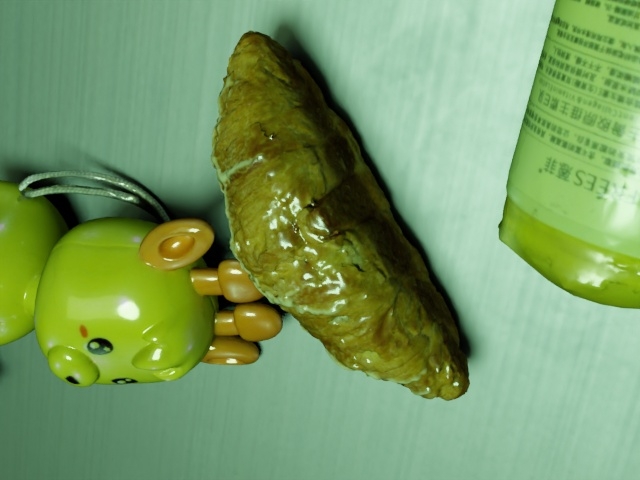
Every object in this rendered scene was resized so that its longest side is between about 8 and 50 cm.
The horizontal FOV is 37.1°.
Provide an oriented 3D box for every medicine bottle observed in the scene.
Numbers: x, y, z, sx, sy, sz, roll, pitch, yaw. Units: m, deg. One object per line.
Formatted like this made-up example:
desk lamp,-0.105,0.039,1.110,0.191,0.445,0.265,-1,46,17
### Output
medicine bottle,0.159,-0.083,0.427,0.124,0.124,0.239,17,113,18

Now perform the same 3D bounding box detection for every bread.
bread,0.000,0.000,0.527,0.076,0.105,0.233,-30,97,26

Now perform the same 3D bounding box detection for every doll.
doll,-0.132,0.029,0.595,0.221,0.135,0.143,4,140,16
